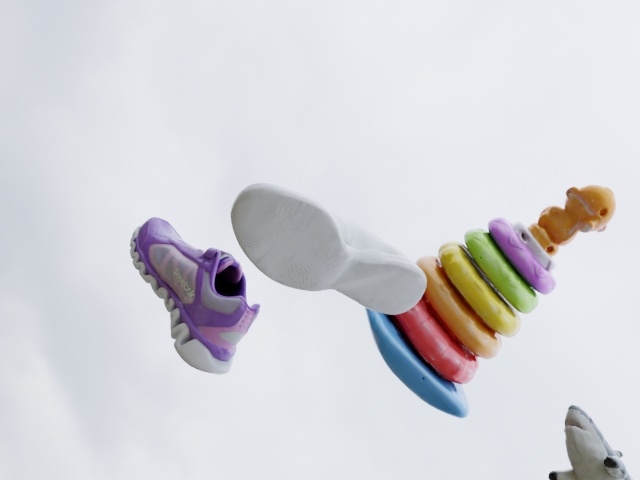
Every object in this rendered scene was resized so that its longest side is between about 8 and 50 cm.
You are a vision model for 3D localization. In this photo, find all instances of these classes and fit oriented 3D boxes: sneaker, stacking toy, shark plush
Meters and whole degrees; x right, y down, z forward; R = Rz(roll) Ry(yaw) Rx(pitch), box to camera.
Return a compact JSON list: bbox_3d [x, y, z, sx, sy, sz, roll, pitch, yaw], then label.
[{"bbox_3d":[-0.143,0.043,0.867,0.104,0.095,0.236,-49,-128,14],"label":"sneaker"},{"bbox_3d":[0.000,0.000,0.680,0.080,0.212,0.094,-51,-146,16],"label":"sneaker"},{"bbox_3d":[0.201,0.037,0.828,0.301,0.166,0.175,-40,-71,15],"label":"stacking toy"},{"bbox_3d":[0.307,0.237,0.746,0.161,0.067,0.073,33,-49,-12],"label":"shark plush"}]
